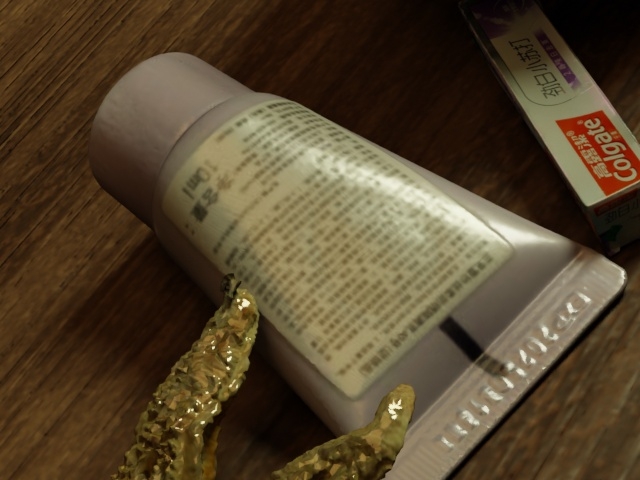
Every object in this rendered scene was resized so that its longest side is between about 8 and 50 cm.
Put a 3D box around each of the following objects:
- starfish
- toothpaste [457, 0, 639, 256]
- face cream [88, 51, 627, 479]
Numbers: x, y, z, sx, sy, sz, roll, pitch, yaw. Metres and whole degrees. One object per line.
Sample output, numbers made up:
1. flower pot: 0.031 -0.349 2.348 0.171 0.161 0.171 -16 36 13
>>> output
1. starfish: -0.092 0.149 0.608 0.302 0.060 0.299 -44 39 -6
2. toothpaste: 0.126 -0.072 0.729 0.047 0.040 0.196 -27 41 6
3. face cream: 0.000 0.000 0.701 0.154 0.096 0.274 -42 55 -18
